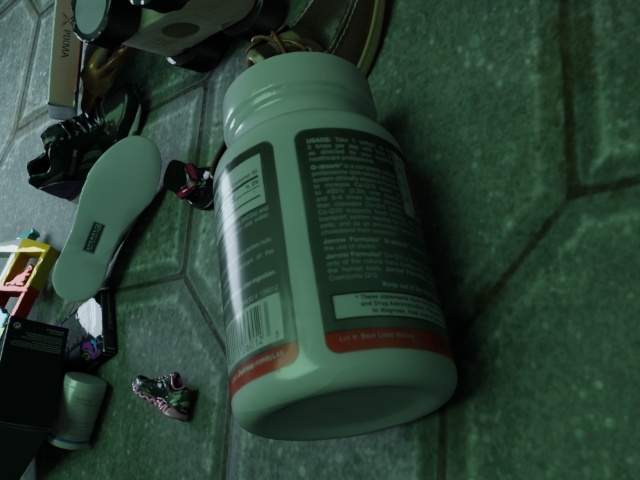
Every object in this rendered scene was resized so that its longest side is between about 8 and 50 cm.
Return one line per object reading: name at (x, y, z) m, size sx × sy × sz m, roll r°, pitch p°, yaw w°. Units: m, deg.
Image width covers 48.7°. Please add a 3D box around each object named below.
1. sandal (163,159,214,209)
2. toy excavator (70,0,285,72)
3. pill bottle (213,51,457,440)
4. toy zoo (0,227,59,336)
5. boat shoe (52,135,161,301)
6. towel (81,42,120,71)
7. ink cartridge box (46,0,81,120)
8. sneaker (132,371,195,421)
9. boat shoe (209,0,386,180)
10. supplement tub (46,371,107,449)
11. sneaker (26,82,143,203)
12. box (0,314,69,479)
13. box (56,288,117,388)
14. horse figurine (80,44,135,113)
sandal at (-0.206, -0.091, 1.088) m, size 0.179 × 0.040 × 0.067 m, roll 19°, pitch 90°, yaw 47°
toy excavator at (-0.280, -0.498, 1.112) m, size 0.432 × 0.222 × 0.446 m, roll -12°, pitch 81°, yaw 41°
pill bottle at (0.000, 0.000, 0.721) m, size 0.210 × 0.210 × 0.363 m, roll -30°, pitch 55°, yaw 35°
toy zoo at (-0.626, 0.102, 1.384) m, size 0.192 × 0.030 × 0.293 m, roll 0°, pitch 58°, yaw 31°
boat shoe at (-0.357, -0.042, 1.188) m, size 0.301 × 0.108 × 0.102 m, roll -64°, pitch 18°, yaw 10°
towel at (-0.444, -0.476, 1.468) m, size 0.187 × 0.049 × 0.282 m, roll 34°, pitch 101°, yaw 47°
ink cartridge box at (-0.476, -0.384, 1.331) m, size 0.239 × 0.060 × 0.275 m, roll 169°, pitch 105°, yaw -72°
sneaker at (-0.218, 0.208, 0.995) m, size 0.119 × 0.047 × 0.057 m, roll 19°, pitch 83°, yaw 40°
boat shoe at (-0.037, -0.210, 0.897) m, size 0.123 × 0.123 × 0.342 m, roll 41°, pitch 106°, yaw 45°
supplement tub at (-0.388, 0.271, 1.124) m, size 0.071 × 0.071 × 0.107 m, roll 14°, pitch 86°, yaw 47°
sneaker at (-0.439, -0.182, 1.299) m, size 0.283 × 0.124 × 0.107 m, roll -47°, pitch 48°, yaw 24°
box at (-0.511, 0.276, 1.167) m, size 0.261 × 0.103 × 0.184 m, roll -49°, pitch 32°, yaw 40°
box at (-0.403, 0.171, 1.206) m, size 0.162 × 0.029 × 0.116 m, roll -35°, pitch 53°, yaw 34°
horse figurine at (-0.392, -0.323, 1.310) m, size 0.175 × 0.066 × 0.263 m, roll -57°, pitch 21°, yaw -11°
